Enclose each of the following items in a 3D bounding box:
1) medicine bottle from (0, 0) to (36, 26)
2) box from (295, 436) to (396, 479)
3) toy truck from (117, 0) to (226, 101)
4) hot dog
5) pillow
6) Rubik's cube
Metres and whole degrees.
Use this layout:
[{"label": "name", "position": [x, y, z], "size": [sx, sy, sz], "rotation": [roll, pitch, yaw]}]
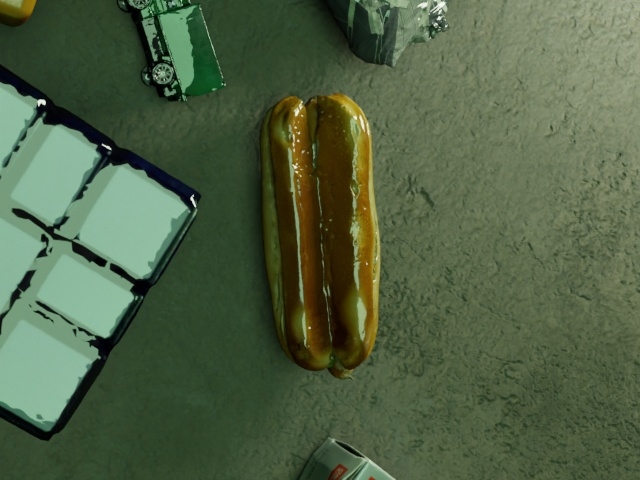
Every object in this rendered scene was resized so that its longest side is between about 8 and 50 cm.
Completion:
[{"label": "medicine bottle", "position": [-0.394, -0.305, 1.361], "size": [0.222, 0.149, 0.112], "rotation": [17, 90, -18]}, {"label": "box", "position": [0.102, 0.348, 1.591], "size": [0.269, 0.135, 0.079], "rotation": [41, 80, -17]}, {"label": "toy truck", "position": [-0.170, -0.228, 1.483], "size": [0.079, 0.065, 0.147], "rotation": [-22, 102, -16]}, {"label": "hot dog", "position": [0.000, 0.000, 1.543], "size": [0.135, 0.100, 0.337], "rotation": [-6, 96, -8]}, {"label": "pillow", "position": [0.032, -0.363, 1.516], "size": [0.161, 0.092, 0.335], "rotation": [-38, 104, -30]}, {"label": "Rubik's cube", "position": [-0.327, -0.005, 1.345], "size": [0.283, 0.288, 0.293], "rotation": [31, 84, -17]}]
